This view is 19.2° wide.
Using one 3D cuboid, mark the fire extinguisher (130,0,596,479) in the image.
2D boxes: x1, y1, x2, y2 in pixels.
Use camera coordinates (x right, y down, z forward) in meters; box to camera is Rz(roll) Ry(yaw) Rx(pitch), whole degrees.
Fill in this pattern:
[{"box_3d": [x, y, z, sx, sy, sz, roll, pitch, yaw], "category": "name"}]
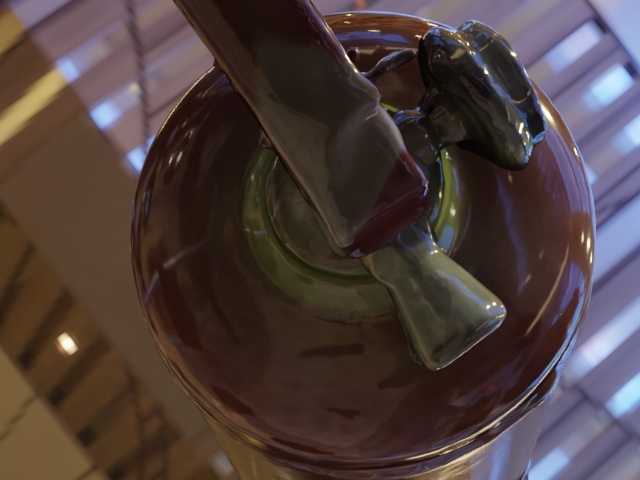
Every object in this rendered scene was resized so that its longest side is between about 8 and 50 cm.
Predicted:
[{"box_3d": [0.000, 0.000, 0.483, 0.147, 0.106, 0.337, 50, -9, 15], "category": "fire extinguisher"}]
